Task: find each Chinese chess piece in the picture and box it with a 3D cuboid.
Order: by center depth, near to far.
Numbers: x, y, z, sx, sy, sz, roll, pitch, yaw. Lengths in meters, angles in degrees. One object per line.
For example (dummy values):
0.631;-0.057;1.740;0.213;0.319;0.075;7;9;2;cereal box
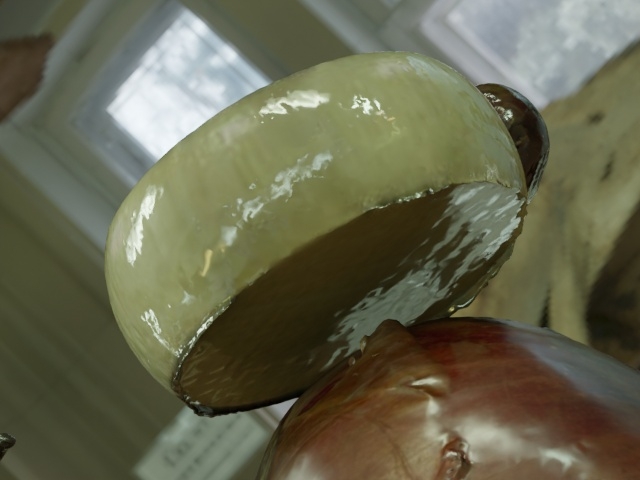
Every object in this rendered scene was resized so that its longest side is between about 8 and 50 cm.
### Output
0.000;0.000;0.868;0.249;0.103;0.250;-25;-21;-11;Chinese chess piece

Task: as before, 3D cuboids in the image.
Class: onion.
0.116;0.199;0.829;0.353;0.353;0.353;-46;-5;-6;onion

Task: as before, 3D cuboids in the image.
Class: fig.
0.146;-0.058;1.311;0.109;0.103;0.155;-27;-44;-11;fig

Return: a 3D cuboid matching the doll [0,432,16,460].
-0.268;0.223;1.202;0.165;0.139;0.057;-41;15;38;doll
